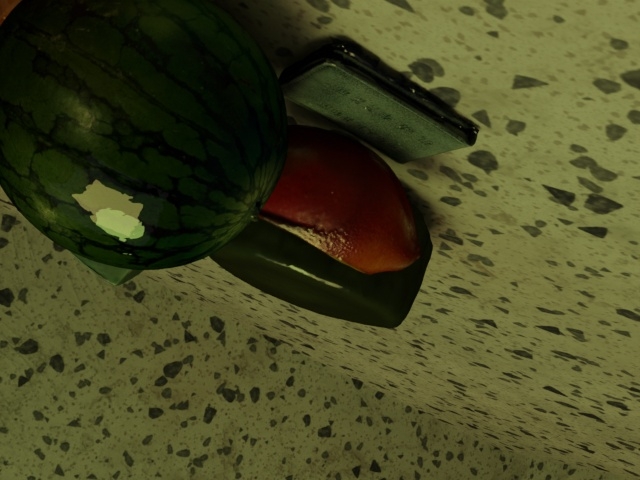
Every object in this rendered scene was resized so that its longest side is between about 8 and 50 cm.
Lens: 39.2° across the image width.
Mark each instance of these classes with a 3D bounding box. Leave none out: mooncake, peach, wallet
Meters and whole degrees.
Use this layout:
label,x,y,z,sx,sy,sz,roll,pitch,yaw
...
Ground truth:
label,x,y,z,sx,sy,sz,roll,pitch,yaw
mooncake,0.000,0.000,1.444,0.356,0.194,0.356,21,169,4
peach,0.017,-0.056,1.180,0.267,0.158,0.154,31,-170,10
wallet,0.062,-0.161,1.100,0.222,0.036,0.167,29,163,-23

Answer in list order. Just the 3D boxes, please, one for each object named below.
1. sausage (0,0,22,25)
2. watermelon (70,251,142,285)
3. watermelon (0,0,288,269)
label,x,y,z,sx,sy,sz,roll,pitch,yaw
sausage,-0.405,-0.309,1.205,0.065,0.065,0.169,30,163,-26
watermelon,-0.298,-0.089,1.560,0.258,0.387,0.228,-36,100,26
watermelon,-0.210,-0.132,1.035,0.363,0.363,0.363,21,165,6
